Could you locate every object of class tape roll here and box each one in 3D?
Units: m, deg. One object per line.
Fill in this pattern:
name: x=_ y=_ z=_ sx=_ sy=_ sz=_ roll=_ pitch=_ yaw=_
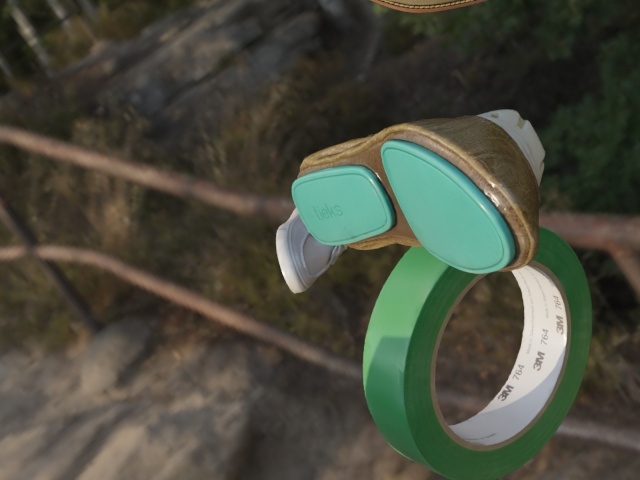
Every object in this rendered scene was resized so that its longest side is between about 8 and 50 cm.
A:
tape roll: x=0.197 y=0.130 z=1.541 sx=0.321 sy=0.321 sz=0.077 roll=-41 pitch=34 yaw=-22

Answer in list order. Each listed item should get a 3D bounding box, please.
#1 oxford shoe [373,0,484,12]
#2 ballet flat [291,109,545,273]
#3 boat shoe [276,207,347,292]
oxford shoe: x=0.077 y=-0.313 z=1.335 sx=0.348 sy=0.123 sz=0.130 roll=-2 pitch=-2 yaw=-8
ballet flat: x=0.093 y=-0.047 z=0.965 sx=0.124 sy=0.116 sz=0.342 roll=-30 pitch=10 yaw=-19
boat shoe: x=0.000 y=0.000 z=1.359 sx=0.063 sy=0.066 sz=0.184 roll=-18 pitch=12 yaw=17
